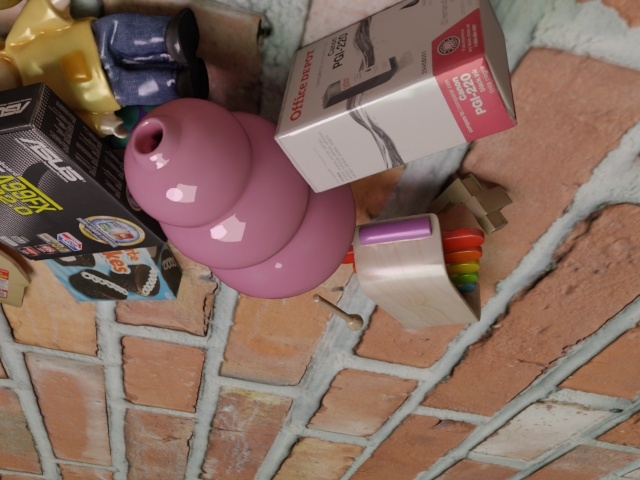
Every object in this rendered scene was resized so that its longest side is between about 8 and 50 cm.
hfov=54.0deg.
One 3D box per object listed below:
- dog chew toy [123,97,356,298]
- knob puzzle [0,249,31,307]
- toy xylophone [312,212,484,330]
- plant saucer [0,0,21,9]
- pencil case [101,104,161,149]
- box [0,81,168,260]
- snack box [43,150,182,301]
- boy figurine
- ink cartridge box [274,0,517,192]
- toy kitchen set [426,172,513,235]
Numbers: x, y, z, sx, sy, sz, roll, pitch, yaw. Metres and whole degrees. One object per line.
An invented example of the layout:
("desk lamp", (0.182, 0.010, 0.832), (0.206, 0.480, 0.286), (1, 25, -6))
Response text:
("dog chew toy", (-0.090, -0.051, 0.715), (0.207, 0.206, 0.332), (-11, 160, 21))
("knob puzzle", (-0.598, 0.038, 1.088), (0.213, 0.029, 0.213), (4, 142, 3))
("toy xylophone", (0.122, 0.064, 0.916), (0.237, 0.081, 0.322), (-6, 157, 14))
("plant saucer", (-0.329, -0.317, 0.464), (0.333, 0.080, 0.333), (12, 148, -44))
("pencil case", (-0.219, -0.142, 0.778), (0.152, 0.064, 0.070), (1, 178, 8))
("box", (-0.342, -0.065, 0.757), (0.217, 0.060, 0.270), (-6, 152, 15))
("snack box", (-0.353, -0.016, 0.961), (0.187, 0.060, 0.321), (-2, 141, 10))
("boy figurine", (-0.273, -0.195, 0.687), (0.286, 0.092, 0.177), (-3, 122, 5))
("ink cartridge box", (0.073, -0.158, 0.641), (0.218, 0.158, 0.092), (-18, 133, 27))
("toy kitchen set", (0.209, -0.040, 0.856), (0.068, 0.083, 0.075), (-20, 161, -40))
